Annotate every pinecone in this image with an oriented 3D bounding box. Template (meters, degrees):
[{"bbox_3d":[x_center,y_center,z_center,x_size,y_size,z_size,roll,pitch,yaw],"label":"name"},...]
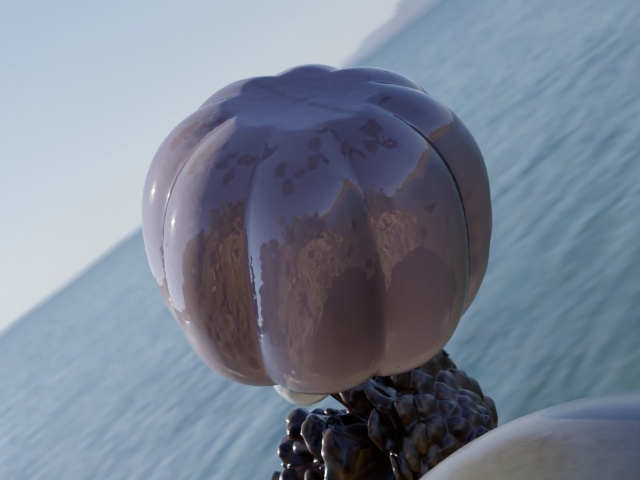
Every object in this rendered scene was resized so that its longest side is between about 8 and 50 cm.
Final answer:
[{"bbox_3d":[0.045,0.149,0.903,0.173,0.173,0.173,-37,5,4],"label":"pinecone"}]

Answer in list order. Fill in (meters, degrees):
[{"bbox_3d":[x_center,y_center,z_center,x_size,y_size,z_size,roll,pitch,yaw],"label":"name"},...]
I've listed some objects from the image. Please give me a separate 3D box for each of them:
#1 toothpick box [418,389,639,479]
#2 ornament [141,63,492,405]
[{"bbox_3d":[0.204,0.295,0.573,0.409,0.409,0.425,-39,40,-20],"label":"toothpick box"},{"bbox_3d":[0.000,0.000,0.703,0.177,0.177,0.177,-37,5,4],"label":"ornament"}]
